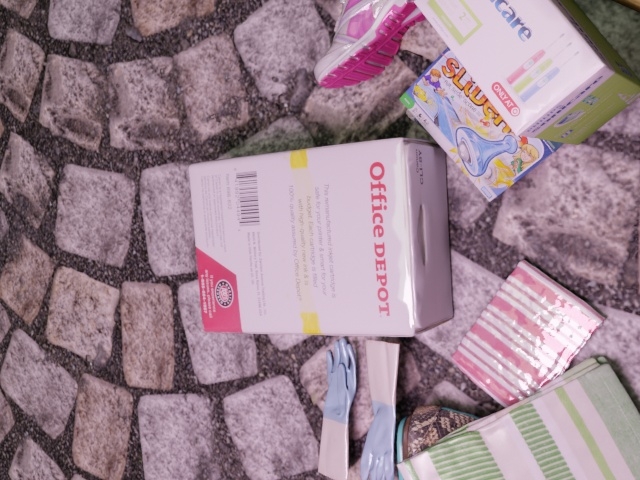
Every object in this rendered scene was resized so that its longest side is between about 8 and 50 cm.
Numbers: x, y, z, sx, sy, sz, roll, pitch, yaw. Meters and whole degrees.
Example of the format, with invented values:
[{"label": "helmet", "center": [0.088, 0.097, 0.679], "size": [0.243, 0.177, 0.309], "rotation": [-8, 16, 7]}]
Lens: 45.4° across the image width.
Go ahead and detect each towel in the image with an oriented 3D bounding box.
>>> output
[{"label": "towel", "center": [0.300, 0.335, 1.036], "size": [0.325, 0.038, 0.248], "rotation": [-28, 81, 4]}, {"label": "towel", "center": [0.295, 0.144, 1.106], "size": [0.144, 0.029, 0.197], "rotation": [40, 110, 23]}]

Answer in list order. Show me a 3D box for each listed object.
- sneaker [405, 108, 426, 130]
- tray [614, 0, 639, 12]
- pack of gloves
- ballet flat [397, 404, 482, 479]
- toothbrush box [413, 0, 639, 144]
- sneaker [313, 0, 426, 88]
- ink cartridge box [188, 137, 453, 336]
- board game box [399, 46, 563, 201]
[{"label": "sneaker", "center": [0.193, -0.214, 1.134], "size": [0.135, 0.052, 0.058], "rotation": [-42, 82, 34]}, {"label": "tray", "center": [0.480, -0.480, 0.923], "size": [0.203, 0.076, 0.411], "rotation": [36, 110, 25]}, {"label": "pack of gloves", "center": [0.072, 0.272, 1.213], "size": [0.195, 0.046, 0.232], "rotation": [-3, 82, 58]}, {"label": "ballet flat", "center": [0.197, 0.488, 1.121], "size": [0.182, 0.164, 0.483], "rotation": [3, 92, 22]}, {"label": "toothbrush box", "center": [0.270, -0.237, 0.943], "size": [0.122, 0.283, 0.206], "rotation": [-41, 74, 26]}, {"label": "sneaker", "center": [0.076, -0.341, 1.169], "size": [0.252, 0.103, 0.111], "rotation": [-44, 67, 19]}, {"label": "ink cartridge box", "center": [0.000, 0.000, 1.194], "size": [0.385, 0.160, 0.279], "rotation": [-2, 93, 31]}, {"label": "board game box", "center": [0.220, -0.168, 1.067], "size": [0.201, 0.035, 0.136], "rotation": [49, 139, 3]}]
